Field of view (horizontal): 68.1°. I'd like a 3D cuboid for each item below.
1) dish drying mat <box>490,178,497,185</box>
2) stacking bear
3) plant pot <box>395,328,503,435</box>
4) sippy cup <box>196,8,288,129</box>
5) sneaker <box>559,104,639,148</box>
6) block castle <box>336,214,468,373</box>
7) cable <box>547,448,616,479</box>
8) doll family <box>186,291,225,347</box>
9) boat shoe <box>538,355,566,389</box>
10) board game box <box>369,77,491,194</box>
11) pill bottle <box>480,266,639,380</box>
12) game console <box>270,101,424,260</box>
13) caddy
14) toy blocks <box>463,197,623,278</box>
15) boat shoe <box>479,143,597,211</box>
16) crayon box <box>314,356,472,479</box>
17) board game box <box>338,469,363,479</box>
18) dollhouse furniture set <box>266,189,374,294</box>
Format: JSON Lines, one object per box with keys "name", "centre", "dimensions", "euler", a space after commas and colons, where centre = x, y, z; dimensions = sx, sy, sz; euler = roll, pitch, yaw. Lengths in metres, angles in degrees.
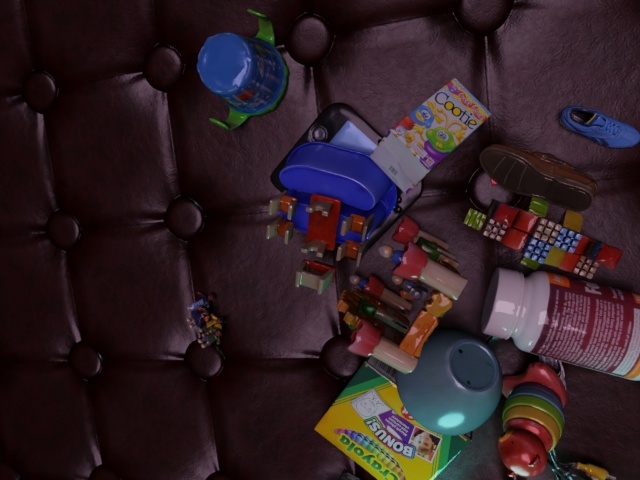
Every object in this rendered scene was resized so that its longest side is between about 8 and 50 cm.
{"name": "dish drying mat", "centre": [0.525, -0.184, 1.341], "dimensions": [0.083, 0.008, 0.032], "euler": [-20, 93, 16]}
{"name": "stacking bear", "centre": [0.554, 0.493, 1.259], "dimensions": [0.164, 0.289, 0.175], "euler": [45, 131, 4]}
{"name": "plant pot", "centre": [0.373, 0.364, 1.284], "dimensions": [0.291, 0.195, 0.290], "euler": [5, 61, -8]}
{"name": "sippy cup", "centre": [-0.236, -0.494, 1.381], "dimensions": [0.240, 0.224, 0.305], "euler": [-11, 94, 15]}
{"name": "sneaker", "centre": [0.733, -0.295, 1.236], "dimensions": [0.209, 0.082, 0.069], "euler": [24, 101, 8]}
{"name": "block castle", "centre": [0.194, 0.113, 1.244], "dimensions": [0.213, 0.453, 0.302], "euler": [29, 105, 2]}
{"name": "cable", "centre": [0.695, 0.652, 1.371], "dimensions": [0.287, 0.072, 0.139], "euler": [35, 119, -1]}
{"name": "doll family", "centre": [-0.381, 0.262, 1.603], "dimensions": [0.111, 0.076, 0.193], "euler": [-35, 85, 21]}
{"name": "boat shoe", "centre": [0.666, 0.375, 1.354], "dimensions": [0.066, 0.063, 0.184], "euler": [-6, 96, 15]}
{"name": "board game box", "centre": [0.289, -0.275, 1.245], "dimensions": [0.144, 0.142, 0.275], "euler": [47, 65, 4]}
{"name": "pill bottle", "centre": [0.647, 0.207, 1.254], "dimensions": [0.393, 0.224, 0.223], "euler": [14, 101, 12]}
{"name": "game console", "centre": [0.079, -0.180, 1.431], "dimensions": [0.386, 0.060, 0.342], "euler": [45, 105, 5]}
{"name": "caddy", "centre": [0.041, -0.141, 1.338], "dimensions": [0.342, 0.179, 0.241], "euler": [18, 129, 13]}
{"name": "toy blocks", "centre": [0.575, -0.004, 1.222], "dimensions": [0.382, 0.261, 0.190], "euler": [24, 103, 10]}
{"name": "boat shoe", "centre": [0.585, -0.182, 1.282], "dimensions": [0.307, 0.104, 0.110], "euler": [31, 143, 12]}
{"name": "crayon box", "centre": [0.214, 0.561, 1.434], "dimensions": [0.363, 0.106, 0.313], "euler": [35, 112, 10]}
{"name": "board game box", "centre": [0.063, 0.917, 1.466], "dimensions": [0.141, 0.291, 0.232], "euler": [25, 102, 10]}
{"name": "dollhouse furniture set", "centre": [0.000, 0.000, 1.286], "dimensions": [0.262, 0.135, 0.259], "euler": [16, 119, 15]}
